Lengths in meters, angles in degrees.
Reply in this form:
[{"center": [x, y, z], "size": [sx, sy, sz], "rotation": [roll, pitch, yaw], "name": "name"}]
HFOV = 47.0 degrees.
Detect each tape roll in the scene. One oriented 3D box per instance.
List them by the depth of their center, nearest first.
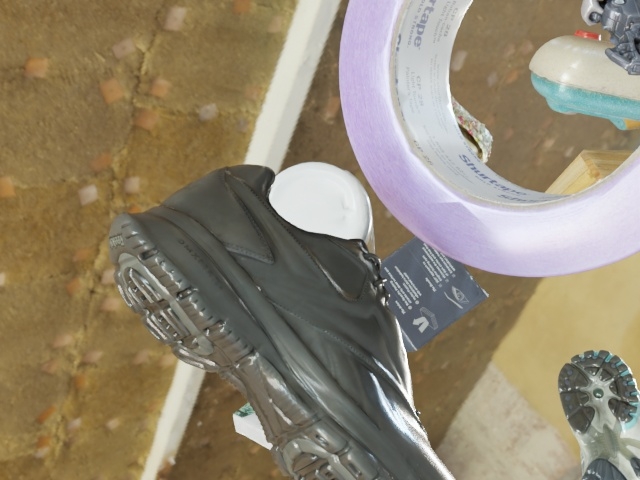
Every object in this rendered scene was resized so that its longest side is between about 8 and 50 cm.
[{"center": [0.149, -0.117, 0.492], "size": [0.090, 0.275, 0.274], "rotation": [-11, -45, -54], "name": "tape roll"}]

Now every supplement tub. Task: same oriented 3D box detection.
[{"center": [0.000, 0.000, 1.406], "size": [0.207, 0.207, 0.338], "rotation": [-40, -16, -7], "name": "supplement tub"}]

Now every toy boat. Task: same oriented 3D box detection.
[{"center": [0.459, -0.253, 1.208], "size": [0.268, 0.318, 0.148], "rotation": [10, -68, -2], "name": "toy boat"}]

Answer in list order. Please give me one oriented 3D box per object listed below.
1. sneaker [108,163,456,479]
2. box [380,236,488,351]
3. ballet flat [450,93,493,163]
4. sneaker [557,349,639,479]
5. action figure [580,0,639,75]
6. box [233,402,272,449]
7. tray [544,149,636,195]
[{"center": [0.008, 0.068, 0.442], "size": [0.130, 0.286, 0.109], "rotation": [-42, 4, -33], "name": "sneaker"}, {"center": [0.171, 0.083, 1.265], "size": [0.158, 0.156, 0.093], "rotation": [-35, -6, -9], "name": "box"}, {"center": [0.200, -0.192, 1.213], "size": [0.241, 0.077, 0.091], "rotation": [25, -42, -29], "name": "ballet flat"}, {"center": [0.351, 0.274, 0.843], "size": [0.110, 0.282, 0.122], "rotation": [-13, -33, 28], "name": "sneaker"}, {"center": [0.352, -0.373, 0.933], "size": [0.330, 0.341, 0.178], "rotation": [1, -38, -7], "name": "action figure"}, {"center": [0.002, 0.358, 1.624], "size": [0.322, 0.232, 0.058], "rotation": [-30, -56, -42], "name": "box"}, {"center": [0.605, -0.078, 1.422], "size": [0.411, 0.076, 0.202], "rotation": [-4, -35, -30], "name": "tray"}]
